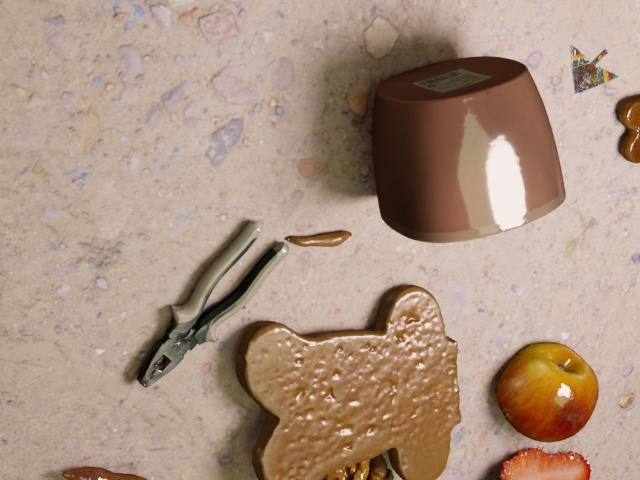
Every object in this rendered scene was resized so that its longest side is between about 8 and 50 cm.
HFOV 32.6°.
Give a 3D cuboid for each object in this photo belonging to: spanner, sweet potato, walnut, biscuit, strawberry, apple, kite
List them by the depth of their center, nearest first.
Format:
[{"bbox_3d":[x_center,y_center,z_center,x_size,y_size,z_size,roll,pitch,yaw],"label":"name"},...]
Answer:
[{"bbox_3d":[-0.181,0.110,1.762,0.325,0.040,0.095,-48,120,1],"label":"spanner"},{"bbox_3d":[0.000,0.000,1.798,0.115,0.026,0.026,-5,114,-20],"label":"sweet potato"},{"bbox_3d":[-0.330,0.415,1.825,0.218,0.051,0.065,31,100,-30],"label":"sweet potato"},{"bbox_3d":[0.461,-0.290,1.874,0.122,0.004,0.090,31,99,-30],"label":"kite"},{"bbox_3d":[0.058,0.279,1.903,0.394,0.076,0.368,-13,106,-18],"label":"biscuit"},{"bbox_3d":[0.635,-0.221,1.957,0.236,0.039,0.180,-17,115,-16],"label":"biscuit"},{"bbox_3d":[0.064,0.463,2.000,0.143,0.069,0.170,24,98,-27],"label":"walnut"},{"bbox_3d":[0.426,0.291,2.038,0.195,0.160,0.173,12,128,-20],"label":"apple"},{"bbox_3d":[0.411,0.496,2.144,0.236,0.106,0.175,13,70,-27],"label":"strawberry"}]

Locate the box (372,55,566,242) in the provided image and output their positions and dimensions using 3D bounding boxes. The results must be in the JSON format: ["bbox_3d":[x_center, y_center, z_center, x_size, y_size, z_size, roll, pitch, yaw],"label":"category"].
[{"bbox_3d":[0.215,-0.151,1.681,0.301,0.301,0.216,-18,110,-15],"label":"box"}]
